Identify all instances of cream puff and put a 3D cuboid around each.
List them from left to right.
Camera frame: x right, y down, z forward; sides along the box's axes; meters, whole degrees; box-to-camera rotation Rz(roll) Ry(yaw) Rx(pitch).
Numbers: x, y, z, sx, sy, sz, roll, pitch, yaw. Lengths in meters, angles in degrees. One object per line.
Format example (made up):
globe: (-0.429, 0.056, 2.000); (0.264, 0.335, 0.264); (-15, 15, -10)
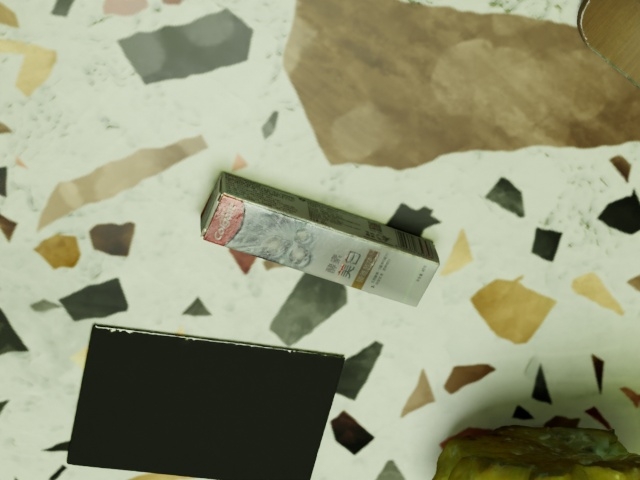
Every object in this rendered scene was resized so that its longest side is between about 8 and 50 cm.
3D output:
cream puff: (0.236, 0.279, 1.491); (0.281, 0.282, 0.185); (1, 92, -8)

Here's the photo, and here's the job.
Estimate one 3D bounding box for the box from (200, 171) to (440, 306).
box: (0.000, 0.000, 1.428); (0.218, 0.039, 0.055); (17, 118, -16)

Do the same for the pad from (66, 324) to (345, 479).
pad: (-0.112, 0.164, 1.527); (0.245, 0.006, 0.170); (8, 120, -12)

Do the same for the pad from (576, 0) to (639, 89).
pad: (0.404, -0.215, 1.369); (0.284, 0.018, 0.286); (33, 110, -24)
